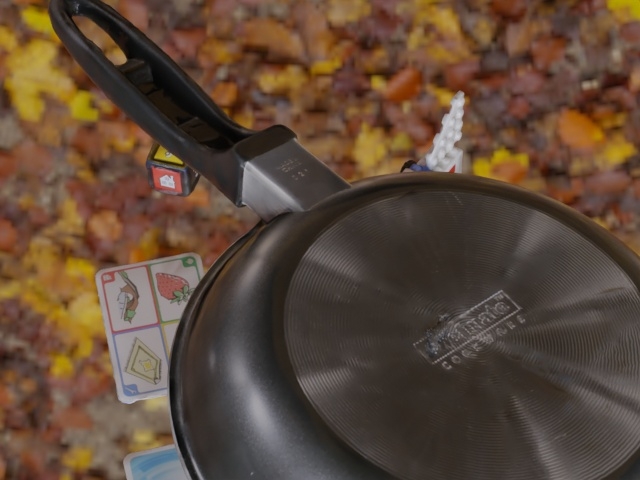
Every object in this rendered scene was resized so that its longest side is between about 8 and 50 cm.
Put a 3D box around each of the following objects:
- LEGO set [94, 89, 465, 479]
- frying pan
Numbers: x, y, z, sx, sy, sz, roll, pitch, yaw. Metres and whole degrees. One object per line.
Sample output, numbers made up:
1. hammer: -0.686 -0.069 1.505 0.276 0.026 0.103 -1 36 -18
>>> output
1. LEGO set: -0.004 0.030 0.722 0.182 0.244 0.060 -11 140 -8
2. frying pan: 0.029 -0.002 0.606 0.197 0.326 0.053 -8 143 -17
